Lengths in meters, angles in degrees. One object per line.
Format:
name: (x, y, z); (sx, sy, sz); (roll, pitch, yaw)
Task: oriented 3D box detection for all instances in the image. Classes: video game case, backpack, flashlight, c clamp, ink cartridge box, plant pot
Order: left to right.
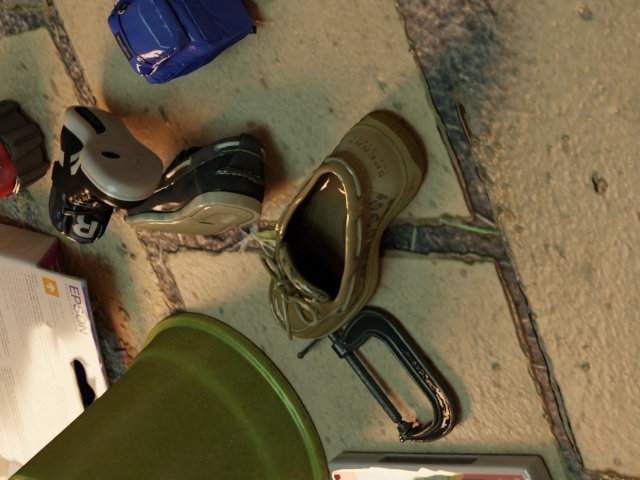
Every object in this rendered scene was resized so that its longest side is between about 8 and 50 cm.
flashlight: (-0.427, -0.042, 1.874); (0.103, 0.304, 0.103); (-9, 109, 51)
ink cartridge box: (-0.347, 0.131, 2.110); (0.330, 0.071, 0.324); (13, 127, 32)
plant pot: (-0.175, 0.254, 1.855); (0.276, 0.254, 0.276); (29, 136, 32)
backpack: (-0.136, -0.194, 1.593); (0.120, 0.101, 0.098); (-25, 90, 58)
c clamp: (0.059, 0.129, 1.688); (0.160, 0.022, 0.137); (49, 139, 12)
video game case: (0.140, 0.295, 1.715); (0.285, 0.025, 0.204); (-8, 111, 52)

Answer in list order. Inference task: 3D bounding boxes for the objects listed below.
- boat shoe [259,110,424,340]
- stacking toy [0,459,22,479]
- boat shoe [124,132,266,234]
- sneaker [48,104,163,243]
boat shoe: (0.000, 0.000, 1.589); (0.104, 0.089, 0.285); (43, 141, 18)
stacking toy: (-0.482, 0.284, 2.408); (0.309, 0.130, 0.279); (46, 117, 9)
boat shoe: (-0.118, -0.048, 1.724); (0.233, 0.084, 0.079); (-16, 68, 60)
sneaker: (-0.210, -0.041, 1.742); (0.217, 0.079, 0.121); (-127, 48, -62)
